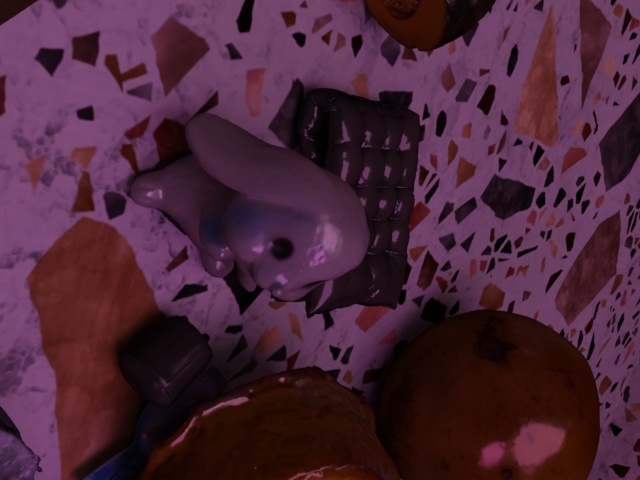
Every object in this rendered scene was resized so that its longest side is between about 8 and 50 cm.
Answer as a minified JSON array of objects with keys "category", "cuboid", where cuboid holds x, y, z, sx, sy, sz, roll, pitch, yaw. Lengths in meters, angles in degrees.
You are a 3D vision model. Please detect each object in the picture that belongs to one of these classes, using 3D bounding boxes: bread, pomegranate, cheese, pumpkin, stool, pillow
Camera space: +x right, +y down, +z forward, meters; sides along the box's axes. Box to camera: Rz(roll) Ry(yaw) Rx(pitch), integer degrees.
[{"category":"bread","cuboid":[-0.066,0.359,1.045,0.398,0.215,0.398,-16,128,-22]},{"category":"pomegranate","cuboid":[0.312,0.334,1.426,0.416,0.416,0.416,-23,125,-38]},{"category":"cheese","cuboid":[-0.225,0.278,1.063,0.245,0.052,0.135,-46,136,-19]},{"category":"pumpkin","cuboid":[0.181,-0.439,0.994,0.232,0.242,0.325,-34,136,-19]},{"category":"stool","cuboid":[-0.203,0.158,0.998,0.110,0.096,0.096,-43,135,-29]},{"category":"pillow","cuboid":[0.051,-0.052,1.131,0.228,0.101,0.326,0,101,-49]}]

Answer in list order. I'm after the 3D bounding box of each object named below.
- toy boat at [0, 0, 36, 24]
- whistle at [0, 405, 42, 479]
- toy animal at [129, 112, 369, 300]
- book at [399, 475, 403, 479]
[{"category":"toy boat","cuboid":[-0.377,-0.195,0.640,0.321,0.089,0.121,-42,129,-22]},{"category":"whistle","cuboid":[-0.375,0.264,0.809,0.188,0.168,0.405,-54,138,-12]},{"category":"toy animal","cuboid":[-0.068,-0.029,0.932,0.174,0.289,0.249,-56,159,-13]},{"category":"book","cuboid":[0.008,0.486,1.335,0.300,0.039,0.428,-30,131,-2]}]
